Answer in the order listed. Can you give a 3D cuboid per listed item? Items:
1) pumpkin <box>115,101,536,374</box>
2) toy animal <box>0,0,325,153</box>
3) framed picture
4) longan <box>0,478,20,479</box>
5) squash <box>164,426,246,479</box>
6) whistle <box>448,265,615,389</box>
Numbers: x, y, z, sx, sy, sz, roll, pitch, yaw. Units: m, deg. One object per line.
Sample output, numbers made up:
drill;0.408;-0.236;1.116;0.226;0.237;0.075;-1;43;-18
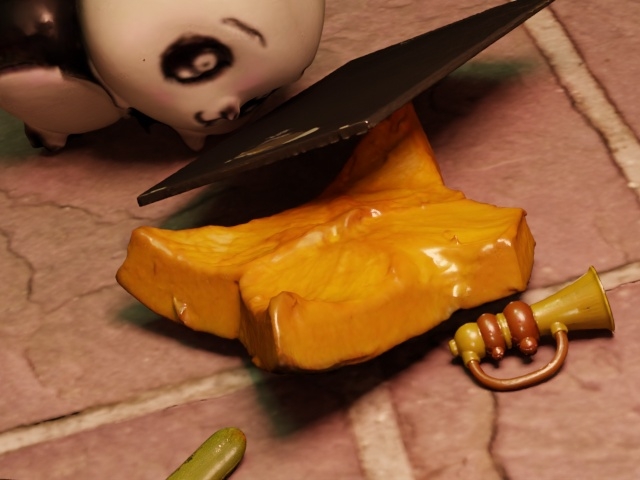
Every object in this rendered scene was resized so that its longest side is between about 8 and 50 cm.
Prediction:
pumpkin;0.026;-0.001;1.138;0.290;0.095;0.258;-27;29;-26
toy animal;-0.148;-0.201;1.357;0.309;0.251;0.251;-5;33;20
framed picture;0.031;-0.120;1.273;0.244;0.013;0.324;-16;15;41
longan;-0.136;0.251;0.643;0.288;0.288;0.350;-18;41;-6
squash;-0.076;0.147;1.008;0.027;0.027;0.083;12;38;35
whistle;0.142;0.065;1.058;0.109;0.057;0.046;-24;-13;0
